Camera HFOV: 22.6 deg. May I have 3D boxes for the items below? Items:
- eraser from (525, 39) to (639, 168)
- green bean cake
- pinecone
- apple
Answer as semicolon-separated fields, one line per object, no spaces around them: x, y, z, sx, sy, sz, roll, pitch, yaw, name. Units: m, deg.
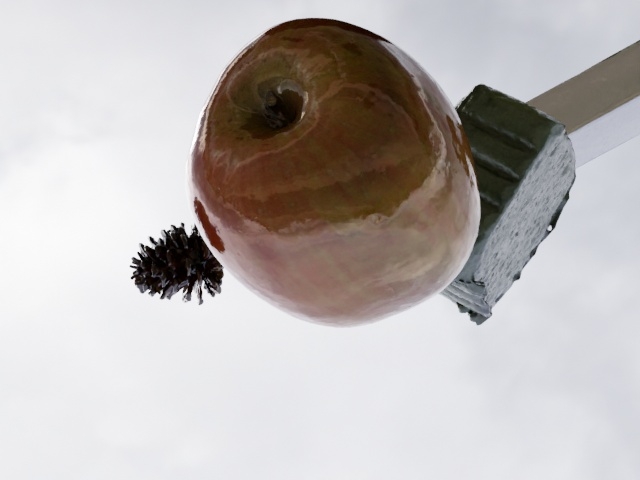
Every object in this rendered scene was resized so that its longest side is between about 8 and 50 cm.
0.291;-0.134;1.945;0.298;0.078;0.076;-29;-125;1;eraser
0.176;-0.036;1.703;0.125;0.227;0.223;28;-95;25;green bean cake
-0.164;0.028;1.844;0.109;0.102;0.102;-2;-137;1;pinecone
0.014;-0.052;1.353;0.242;0.241;0.242;-16;-127;23;apple
